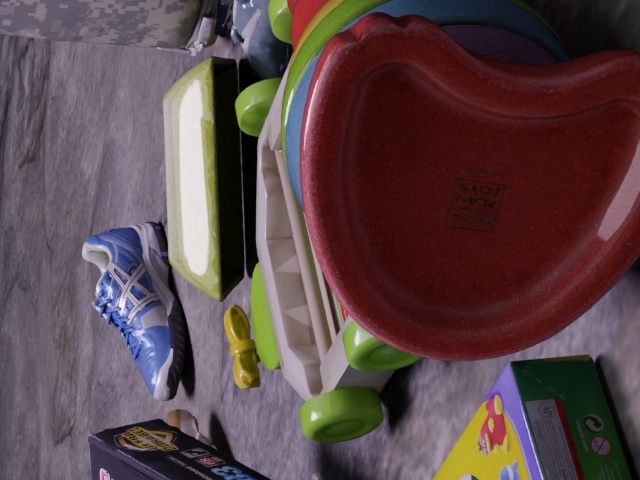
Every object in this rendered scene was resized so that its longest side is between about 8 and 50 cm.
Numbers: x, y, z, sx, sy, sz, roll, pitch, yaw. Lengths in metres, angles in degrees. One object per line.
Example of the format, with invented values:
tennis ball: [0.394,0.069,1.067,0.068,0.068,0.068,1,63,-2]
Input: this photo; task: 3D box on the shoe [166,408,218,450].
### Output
shoe: [-0.100,0.244,1.581,0.077,0.058,0.219,91,168,-48]

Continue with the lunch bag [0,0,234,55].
lunch bag: [-0.215,-0.288,1.439,0.212,0.305,0.256,-125,39,-63]

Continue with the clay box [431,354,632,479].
clay box: [0.103,0.170,0.929,0.222,0.053,0.127,114,148,-53]

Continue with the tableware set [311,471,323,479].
tableware set: [0.024,0.246,1.218,0.194,0.039,0.128,105,143,-58]

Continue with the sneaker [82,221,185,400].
sneaker: [-0.188,0.075,1.767,0.080,0.081,0.211,109,150,-47]

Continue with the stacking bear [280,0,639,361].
stacking bear: [0.052,-0.078,0.896,0.289,0.175,0.164,-107,28,-61]

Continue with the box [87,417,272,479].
box: [-0.062,0.305,1.217,0.293,0.073,0.296,19,114,52]

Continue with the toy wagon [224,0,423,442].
toy wagon: [0.000,0.000,1.196,0.344,0.068,0.267,116,146,-58]

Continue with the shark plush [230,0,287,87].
shark plush: [-0.038,-0.157,1.311,0.067,0.073,0.161,25,117,36]

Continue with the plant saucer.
plant saucer: [-0.095,-0.053,1.409,0.188,0.045,0.188,-56,-36,-84]
